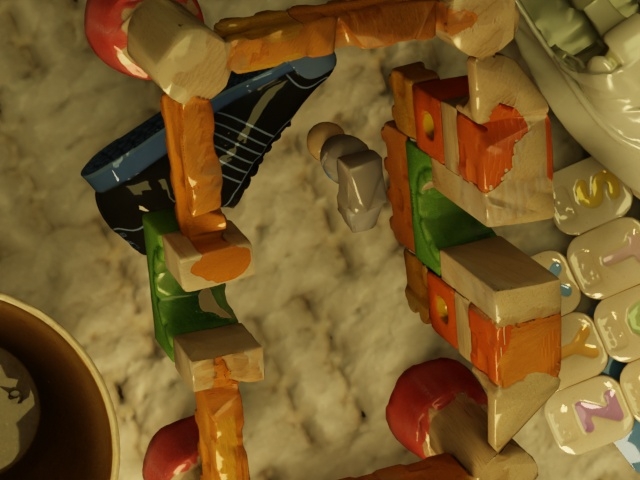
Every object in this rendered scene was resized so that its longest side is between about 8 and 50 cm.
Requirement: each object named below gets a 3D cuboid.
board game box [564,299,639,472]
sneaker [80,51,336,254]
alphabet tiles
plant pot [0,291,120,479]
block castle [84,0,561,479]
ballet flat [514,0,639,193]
[{"bbox_3d":[0.287,0.115,1.622,0.133,0.033,0.169,-38,91,1],"label":"board game box"},{"bbox_3d":[-0.077,-0.079,1.551,0.232,0.081,0.090,-32,110,-5],"label":"sneaker"},{"bbox_3d":[0.294,0.053,1.571,0.278,0.021,0.284,-23,86,13],"label":"alphabet tiles"},{"bbox_3d":[-0.271,0.141,1.441,0.237,0.254,0.237,0,93,-7],"label":"plant pot"},{"bbox_3d":[0.000,0.000,1.460,0.303,0.213,0.453,-12,112,-16],"label":"block castle"},{"bbox_3d":[0.212,-0.182,1.504,0.139,0.139,0.400,-36,84,-4],"label":"ballet flat"}]
